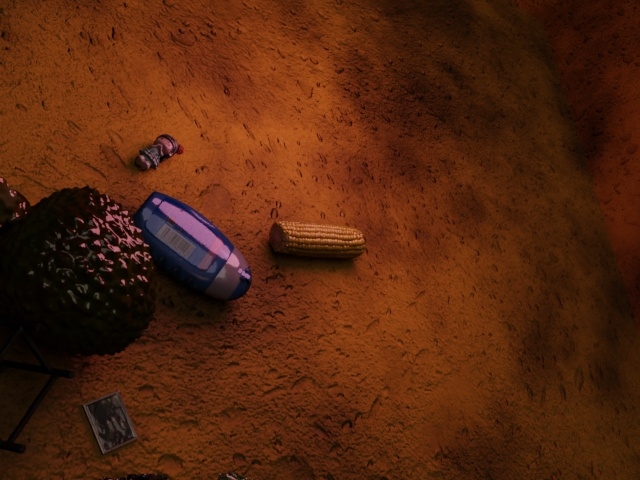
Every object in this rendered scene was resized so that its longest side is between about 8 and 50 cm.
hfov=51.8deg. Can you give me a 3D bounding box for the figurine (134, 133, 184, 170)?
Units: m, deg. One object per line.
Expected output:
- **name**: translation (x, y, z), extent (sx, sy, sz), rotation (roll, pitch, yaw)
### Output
- **figurine**: translation (-0.335, -0.180, 1.367), extent (0.060, 0.047, 0.106), rotation (35, 49, 7)

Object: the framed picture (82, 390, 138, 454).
- **framed picture**: translation (-0.345, 0.298, 1.083), extent (0.066, 0.007, 0.089), rotation (-16, 73, -42)

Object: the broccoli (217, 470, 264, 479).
- **broccoli**: translation (-0.071, 0.453, 1.017), extent (0.194, 0.194, 0.219), rotation (-55, 128, -44)

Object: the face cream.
- **face cream**: translation (-0.245, 0.018, 1.284), extent (0.264, 0.083, 0.149), rotation (39, 47, -12)

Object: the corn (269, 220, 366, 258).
- **corn**: translation (0.000, 0.000, 1.492), extent (0.248, 0.081, 0.081), rotation (4, 61, -37)

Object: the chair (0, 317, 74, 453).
- **chair**: translation (-0.519, 0.189, 0.934), extent (0.260, 0.141, 0.154), rotation (6, 45, 18)

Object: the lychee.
- **lychee**: translation (-0.399, 0.040, 1.027), extent (0.270, 0.270, 0.320), rotation (-23, 91, -44)

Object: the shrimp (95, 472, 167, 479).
- **shrimp**: translation (-0.234, 0.474, 1.020), extent (0.289, 0.075, 0.178), rotation (41, 42, -30)
